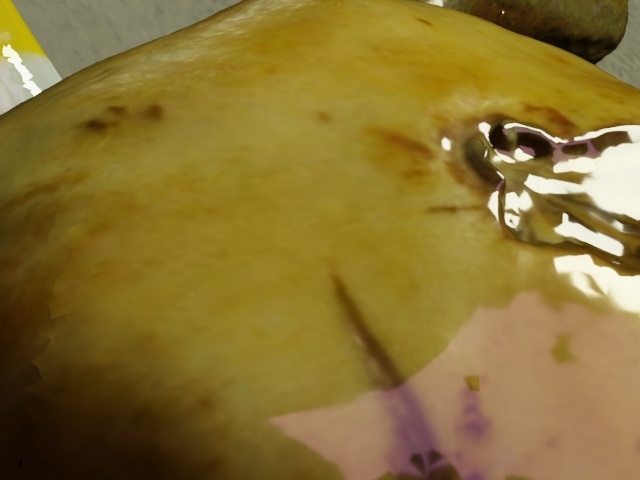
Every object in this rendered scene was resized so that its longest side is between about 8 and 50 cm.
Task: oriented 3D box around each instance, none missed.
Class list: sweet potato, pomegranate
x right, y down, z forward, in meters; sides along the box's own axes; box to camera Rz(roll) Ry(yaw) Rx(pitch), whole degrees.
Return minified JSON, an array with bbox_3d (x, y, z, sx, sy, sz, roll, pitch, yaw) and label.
[{"bbox_3d":[0.093,-0.126,1.024,0.233,0.062,0.081,-14,74,-47],"label":"sweet potato"},{"bbox_3d":[0.008,0.096,0.539,0.332,0.332,0.332,27,42,-27],"label":"pomegranate"}]

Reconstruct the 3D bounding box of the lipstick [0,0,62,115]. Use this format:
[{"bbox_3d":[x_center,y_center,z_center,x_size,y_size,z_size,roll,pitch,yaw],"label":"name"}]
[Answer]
[{"bbox_3d":[-0.187,-0.142,0.749,0.059,0.059,0.264,-21,74,-52],"label":"lipstick"}]
